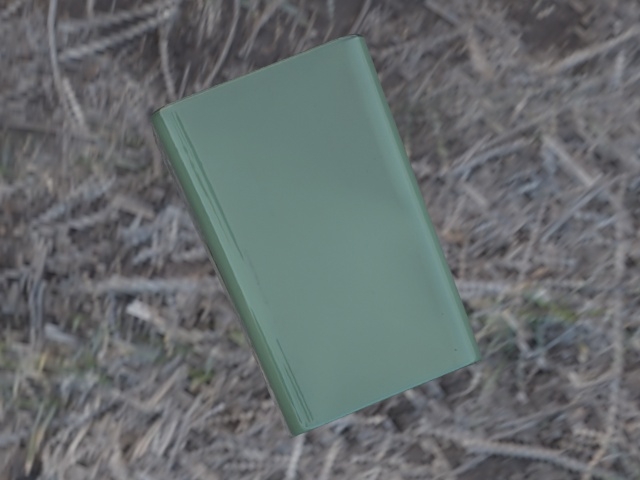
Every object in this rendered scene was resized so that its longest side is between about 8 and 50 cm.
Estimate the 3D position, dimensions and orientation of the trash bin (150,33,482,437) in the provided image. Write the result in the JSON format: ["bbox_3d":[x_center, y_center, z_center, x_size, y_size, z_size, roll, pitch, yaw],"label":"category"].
[{"bbox_3d":[0.000,0.000,1.902,0.223,0.158,0.343,-23,87,-6],"label":"trash bin"}]
